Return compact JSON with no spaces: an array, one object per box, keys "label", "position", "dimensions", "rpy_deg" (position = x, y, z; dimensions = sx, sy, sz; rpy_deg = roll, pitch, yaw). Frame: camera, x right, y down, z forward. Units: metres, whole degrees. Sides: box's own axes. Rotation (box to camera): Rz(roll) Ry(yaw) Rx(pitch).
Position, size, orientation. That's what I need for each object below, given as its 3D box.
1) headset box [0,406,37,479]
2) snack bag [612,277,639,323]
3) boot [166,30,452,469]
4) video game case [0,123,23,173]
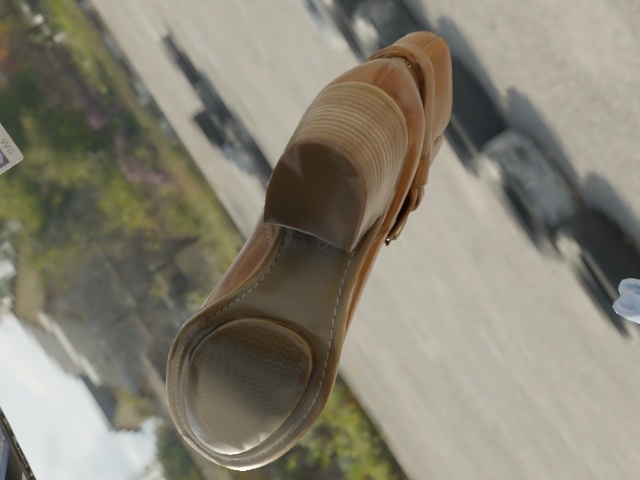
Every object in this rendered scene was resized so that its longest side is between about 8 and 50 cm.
[{"label":"headset box","position":[-0.291,0.218,0.835],"dimensions":[0.246,0.283,0.131],"rpy_deg":[-95,-12,-59]},{"label":"snack bag","position":[0.352,0.077,0.911],"dimensions":[0.323,0.037,0.342],"rpy_deg":[17,-174,24]},{"label":"boot","position":[0.000,0.000,1.110],"dimensions":[0.109,0.283,0.220],"rpy_deg":[22,-149,10]},{"label":"video game case","position":[-0.323,-0.080,1.442],"dimensions":[0.011,0.122,0.087],"rpy_deg":[-28,100,43]}]
